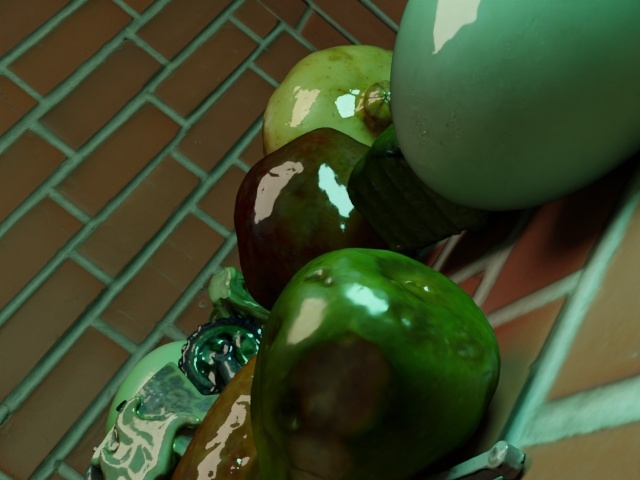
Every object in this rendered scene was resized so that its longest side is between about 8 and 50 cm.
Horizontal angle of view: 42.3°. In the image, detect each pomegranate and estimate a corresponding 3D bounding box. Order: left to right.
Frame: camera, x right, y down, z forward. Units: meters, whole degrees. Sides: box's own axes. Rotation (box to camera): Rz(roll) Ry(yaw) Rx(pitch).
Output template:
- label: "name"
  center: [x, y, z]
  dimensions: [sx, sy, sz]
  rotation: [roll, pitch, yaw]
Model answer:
- label: "pomegranate"
  center: [0.077, -0.199, 1.553]
  dimensions: [0.410, 0.410, 0.410]
  rotation: [-50, 6, 6]

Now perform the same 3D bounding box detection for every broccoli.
- label: "broccoli"
  center: [-0.145, 0.153, 1.766]
  dimensions: [0.261, 0.241, 0.269]
  rotation: [-26, 47, 27]

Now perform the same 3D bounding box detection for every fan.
- label: "fan"
  center: [0.065, 0.214, 0.659]
  dimensions: [0.057, 0.023, 0.282]
  rotation: [-47, 1, -39]

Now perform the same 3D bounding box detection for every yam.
- label: "yam"
  center: [0.214, -0.043, 1.136]
  dimensions: [0.129, 0.027, 0.033]
  rotation: [-73, -16, -71]

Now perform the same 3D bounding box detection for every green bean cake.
- label: "green bean cake"
  center: [0.173, -0.115, 1.057]
  dimensions: [0.247, 0.156, 0.250]
  rotation: [-41, 6, -22]

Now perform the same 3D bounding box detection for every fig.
- label: "fig"
  center: [0.015, 0.145, 0.692]
  dimensions: [0.275, 0.206, 0.206]
  rotation: [-62, 1, 22]

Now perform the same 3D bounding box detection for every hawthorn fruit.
- label: "hawthorn fruit"
  center: [0.007, -0.017, 1.297]
  dimensions: [0.308, 0.308, 0.324]
  rotation: [-49, 16, 15]

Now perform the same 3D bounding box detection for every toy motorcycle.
- label: "toy motorcycle"
  center: [-0.165, 0.283, 1.004]
  dimensions: [0.410, 0.237, 0.168]
  rotation: [-50, -34, -20]

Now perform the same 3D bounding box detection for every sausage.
- label: "sausage"
  center: [-0.055, 0.223, 0.858]
  dimensions: [0.141, 0.153, 0.268]
  rotation: [-17, 33, 54]

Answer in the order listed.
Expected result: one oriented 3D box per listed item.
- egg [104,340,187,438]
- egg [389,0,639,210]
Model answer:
- label: "egg"
  center: [-0.205, 0.281, 1.219]
  dimensions: [0.220, 0.220, 0.269]
  rotation: [139, 135, -58]
- label: "egg"
  center: [0.226, -0.201, 0.804]
  dimensions: [0.389, 0.276, 0.276]
  rotation: [-54, 6, -8]
